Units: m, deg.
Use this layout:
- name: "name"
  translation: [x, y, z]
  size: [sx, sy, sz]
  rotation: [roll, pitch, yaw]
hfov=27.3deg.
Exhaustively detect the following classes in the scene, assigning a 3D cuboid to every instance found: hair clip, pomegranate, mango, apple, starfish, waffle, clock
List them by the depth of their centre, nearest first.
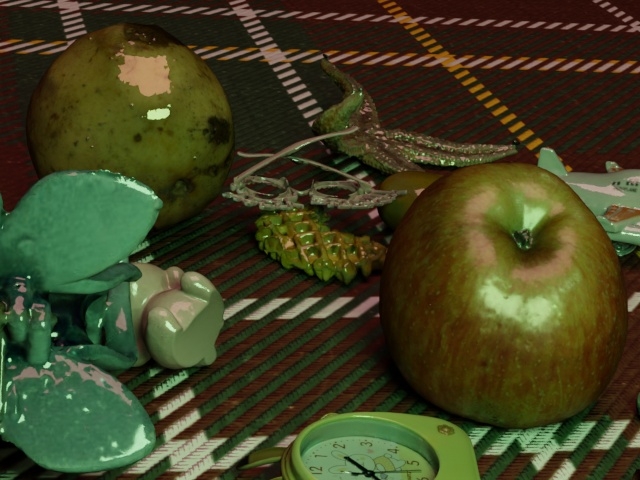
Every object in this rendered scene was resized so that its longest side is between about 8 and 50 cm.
- name: "clock"
  translation: [0.034, 0.229, 1.246]
  size: [0.231, 0.069, 0.170]
  rotation: [5, 25, -2]
- name: "hair clip"
  translation: [-0.321, 0.070, 1.262]
  size: [0.318, 0.392, 0.238]
  rotation: [0, -1, -13]
- name: "apple"
  translation: [0.203, 0.049, 1.466]
  size: [0.277, 0.250, 0.309]
  rotation: [-8, 31, -31]
- name: "pomegranate"
  translation: [-0.246, -0.142, 1.718]
  size: [0.281, 0.281, 0.281]
  rotation: [6, 25, -3]
- name: "waffle"
  translation: [0.000, -0.003, 1.762]
  size: [0.194, 0.051, 0.149]
  rotation: [25, 32, 35]
- name: "mango"
  translation: [0.173, -0.038, 1.848]
  size: [0.194, 0.092, 0.130]
  rotation: [17, 23, 0]
- name: "starfish"
  translation: [0.112, -0.181, 2.091]
  size: [0.383, 0.132, 0.398]
  rotation: [21, 14, 13]

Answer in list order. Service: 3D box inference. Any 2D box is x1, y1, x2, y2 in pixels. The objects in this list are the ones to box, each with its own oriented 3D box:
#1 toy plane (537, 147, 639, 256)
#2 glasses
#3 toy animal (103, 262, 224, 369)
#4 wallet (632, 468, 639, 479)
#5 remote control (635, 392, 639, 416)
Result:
- name: "toy plane"
  translation: [0.425, -0.061, 1.922]
  size: [0.244, 0.118, 0.245]
  rotation: [6, 23, -2]
- name: "glasses"
  translation: [-0.010, -0.087, 1.780]
  size: [0.255, 0.095, 0.162]
  rotation: [-2, 25, -10]
- name: "toy animal"
  translation: [-0.212, 0.074, 1.470]
  size: [0.212, 0.124, 0.124]
  rotation: [16, 25, 34]
- name: "wallet"
  translation: [0.416, 0.260, 1.272]
  size: [0.204, 0.045, 0.142]
  rotation: [5, 4, -1]
- name: "remote control"
  translation: [0.456, 0.179, 1.499]
  size: [0.221, 0.042, 0.072]
  rotation: [-8, 28, -27]
